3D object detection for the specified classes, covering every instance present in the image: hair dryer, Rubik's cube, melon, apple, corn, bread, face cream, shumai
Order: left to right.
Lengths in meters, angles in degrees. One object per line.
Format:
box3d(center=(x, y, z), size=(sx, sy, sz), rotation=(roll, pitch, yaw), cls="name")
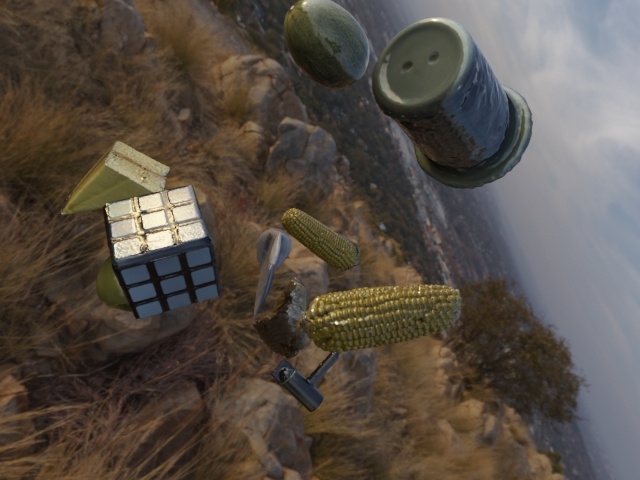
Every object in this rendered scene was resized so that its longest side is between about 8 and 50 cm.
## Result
box3d(center=(-0.765, -0.180, 1.705), size=(0.242, 0.405, 0.346), rotation=(37, 24, -25), cls="bread")
box3d(center=(-0.744, 0.164, 1.835), size=(0.262, 0.262, 0.262), rotation=(48, 29, -39), cls="apple")
box3d(center=(-0.281, 0.018, 0.831), size=(0.163, 0.160, 0.162), rotation=(94, -25, -48), cls="Rubik's cube")
box3d(center=(-0.191, 0.089, 1.698), size=(0.137, 0.235, 0.420), rotation=(19, 27, -7), cls="face cream")
box3d(center=(-0.112, 0.315, 1.903), size=(0.217, 0.346, 0.283), rotation=(40, 55, 1), cls="shumai")
box3d(center=(-0.021, 0.447, 1.634), size=(0.195, 0.248, 0.078), rotation=(46, -11, -5), cls="hair dryer")
box3d(center=(0.000, 0.000, 1.544), size=(0.305, 0.106, 0.106), rotation=(34, 36, -25), cls="corn")
box3d(center=(0.022, -0.666, 1.566), size=(0.329, 0.248, 0.248), rotation=(39, 34, -31), cls="melon")
box3d(center=(0.119, 0.159, 0.964), size=(0.130, 0.347, 0.130), rotation=(173, -90, -90), cls="corn")

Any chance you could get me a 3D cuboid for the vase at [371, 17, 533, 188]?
box3d(center=(0.241, -0.248, 0.853), size=(0.291, 0.245, 0.245), rotation=(19, 52, -55), cls="vase")
